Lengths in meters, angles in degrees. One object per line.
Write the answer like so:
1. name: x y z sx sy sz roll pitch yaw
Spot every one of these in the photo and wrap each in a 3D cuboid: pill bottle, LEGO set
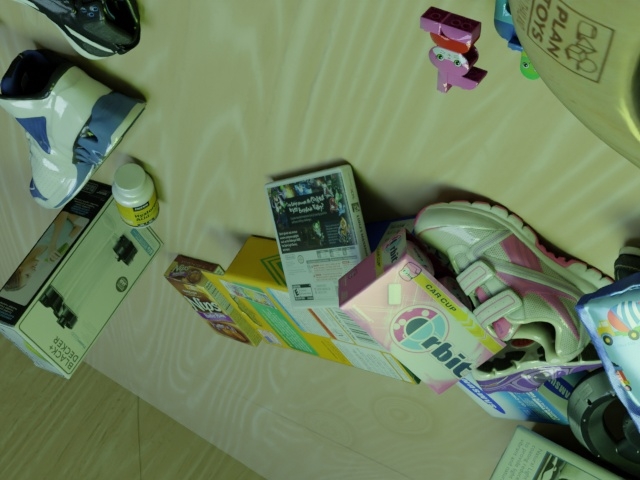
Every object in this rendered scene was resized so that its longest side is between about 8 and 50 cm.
1. pill bottle: -0.287 -0.071 1.758 0.065 0.065 0.116 28 158 13
2. LEGO set: 0.201 -0.134 0.938 0.227 0.087 0.093 23 141 23

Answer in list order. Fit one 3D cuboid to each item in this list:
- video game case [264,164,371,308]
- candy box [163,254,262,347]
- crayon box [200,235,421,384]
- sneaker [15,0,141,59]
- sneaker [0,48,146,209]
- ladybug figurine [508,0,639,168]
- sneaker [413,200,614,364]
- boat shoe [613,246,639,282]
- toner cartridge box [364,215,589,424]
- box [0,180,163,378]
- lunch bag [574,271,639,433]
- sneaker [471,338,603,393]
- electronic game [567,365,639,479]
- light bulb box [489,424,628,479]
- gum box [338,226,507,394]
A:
1. video game case: 0.000 0.000 1.447 0.190 0.022 0.173 -7 97 58
2. candy box: -0.181 0.107 2.002 0.109 0.053 0.187 13 149 42
3. crayon box: -0.002 0.096 1.698 0.323 0.083 0.203 9 148 43
4. sneaker: -0.291 -0.296 1.299 0.217 0.079 0.121 38 156 -33
5. sneaker: -0.372 -0.175 1.608 0.182 0.127 0.315 41 150 -10
6. ladybug figurine: 0.330 -0.120 0.699 0.449 0.162 0.305 27 156 15
7. sneaker: 0.209 0.048 1.275 0.252 0.111 0.103 31 158 7
8. boat shoe: 0.363 0.098 1.217 0.084 0.079 0.233 14 147 41
9. toner cartridge box: 0.185 0.109 1.481 0.348 0.075 0.165 42 157 -22
10. box: -0.406 0.064 1.900 0.087 0.290 0.169 16 152 36
11. lunch bag: 0.404 0.112 1.101 0.221 0.138 0.293 -19 116 39
12. sneaker: 0.269 0.148 1.387 0.169 0.068 0.071 -11 133 14
13. electronic game: 0.417 0.229 1.397 0.229 0.048 0.229 15 138 14
14. light bulb box: 0.393 0.439 1.572 0.361 0.225 0.358 27 175 17
15. gum box: 0.123 0.088 1.337 0.107 0.062 0.188 -39 114 21
